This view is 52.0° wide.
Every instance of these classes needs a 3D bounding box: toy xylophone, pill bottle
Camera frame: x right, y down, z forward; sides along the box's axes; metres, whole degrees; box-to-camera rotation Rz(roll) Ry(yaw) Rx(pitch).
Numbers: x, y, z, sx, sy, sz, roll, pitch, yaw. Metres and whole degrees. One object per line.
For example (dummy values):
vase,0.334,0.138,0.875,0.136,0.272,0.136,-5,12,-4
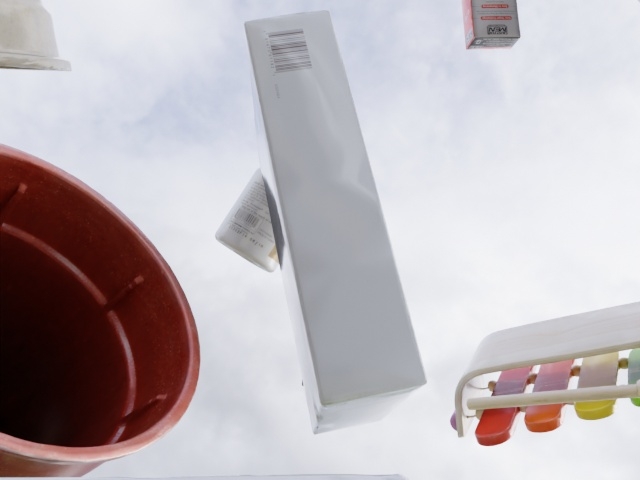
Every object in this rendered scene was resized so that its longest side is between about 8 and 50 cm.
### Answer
toy xylophone,0.274,0.142,0.686,0.322,0.236,0.081,-16,-83,36
pill bottle,-0.083,-0.067,1.220,0.131,0.229,0.131,31,-7,4

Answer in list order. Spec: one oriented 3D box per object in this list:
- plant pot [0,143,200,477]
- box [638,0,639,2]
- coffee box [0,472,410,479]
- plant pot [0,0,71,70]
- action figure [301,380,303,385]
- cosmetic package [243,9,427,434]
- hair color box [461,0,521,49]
plant pot,-0.282,0.108,0.499,0.265,0.272,0.272,-41,-80,21
box,0.515,-0.447,0.856,0.212,0.395,0.293,-41,-82,20
coffee box,-0.101,0.350,0.304,0.338,0.337,0.334,9,-57,-29
plant pot,-0.422,-0.327,0.631,0.334,0.334,0.305,9,-76,22
action figure,0.052,0.234,1.548,0.275,0.164,0.141,-29,-79,11
cosmetic package,0.000,0.000,0.706,0.097,0.377,0.284,-10,-20,-8
hair color box,0.244,-0.352,0.955,0.072,0.141,0.043,-2,-9,-6
